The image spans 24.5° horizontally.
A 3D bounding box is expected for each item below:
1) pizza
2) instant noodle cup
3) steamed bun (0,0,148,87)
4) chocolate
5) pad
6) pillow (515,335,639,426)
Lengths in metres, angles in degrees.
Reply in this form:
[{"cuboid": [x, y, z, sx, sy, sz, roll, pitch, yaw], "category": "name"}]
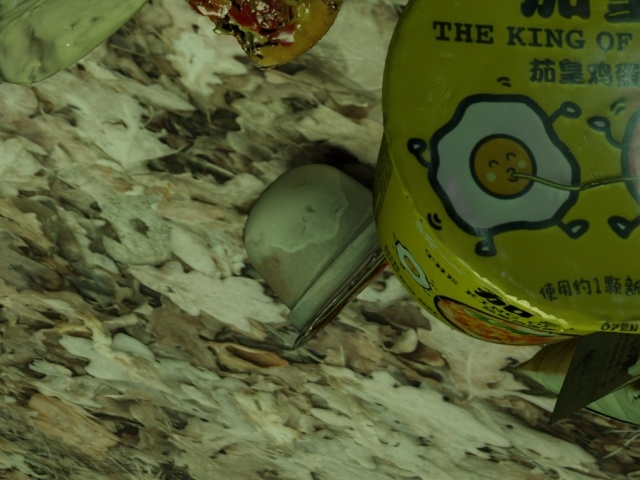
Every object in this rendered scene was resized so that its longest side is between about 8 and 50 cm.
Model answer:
[{"cuboid": [-0.077, -0.225, 1.296, 0.193, 0.053, 0.201, 21, 149, 0], "category": "pizza"}, {"cuboid": [0.183, -0.059, 1.168, 0.326, 0.325, 0.254, 23, 162, -3], "category": "instant noodle cup"}, {"cuboid": [-0.232, -0.301, 1.086, 0.312, 0.233, 0.334, 54, 164, 0], "category": "steamed bun"}, {"cuboid": [0.002, -0.004, 1.511, 0.147, 0.221, 0.221, 48, 150, 10], "category": "chocolate"}, {"cuboid": [0.277, 0.033, 1.284, 0.009, 0.265, 0.159, 33, 146, -8], "category": "pad"}, {"cuboid": [0.371, 0.105, 1.320, 0.310, 0.119, 0.312, -10, 180, -11], "category": "pillow"}]
